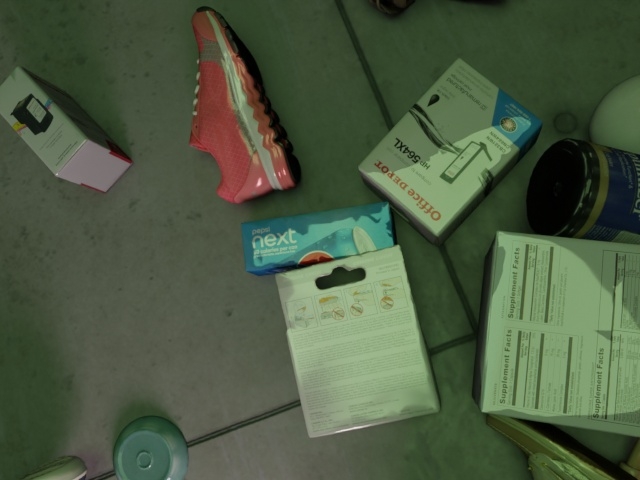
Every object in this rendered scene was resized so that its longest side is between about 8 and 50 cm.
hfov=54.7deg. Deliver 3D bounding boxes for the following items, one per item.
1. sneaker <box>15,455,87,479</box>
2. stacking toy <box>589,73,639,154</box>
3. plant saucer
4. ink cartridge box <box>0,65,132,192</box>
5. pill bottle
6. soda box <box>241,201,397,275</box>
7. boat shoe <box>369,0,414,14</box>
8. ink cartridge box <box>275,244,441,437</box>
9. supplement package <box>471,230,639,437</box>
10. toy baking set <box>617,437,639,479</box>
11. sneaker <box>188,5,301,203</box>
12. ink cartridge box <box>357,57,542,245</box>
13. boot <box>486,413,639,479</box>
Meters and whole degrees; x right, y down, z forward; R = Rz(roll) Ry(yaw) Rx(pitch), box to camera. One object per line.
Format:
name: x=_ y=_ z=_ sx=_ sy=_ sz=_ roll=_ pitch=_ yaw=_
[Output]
sneaker: x=-0.454 y=0.436 z=0.869 sx=0.350 sy=0.131 sz=0.148 roll=-32 pitch=84 yaw=11
stacking toy: x=0.552 y=-0.223 z=0.711 sx=0.479 sy=0.350 sz=0.351 roll=-21 pitch=77 yaw=25
plant saucer: x=-0.250 y=0.316 z=0.892 sx=0.119 sy=0.021 sz=0.120 roll=-2 pitch=81 yaw=12
ink cartridge box: x=-0.392 y=-0.165 z=0.941 sx=0.175 sy=0.127 sz=0.072 roll=44 pitch=94 yaw=15
pill bottle: x=0.373 y=-0.042 z=0.743 sx=0.219 sy=0.123 sz=0.123 roll=10 pitch=83 yaw=-13
soda box: x=0.000 y=0.000 z=0.868 sx=0.210 sy=0.067 sz=0.071 roll=-8 pitch=80 yaw=11
boat shoe: x=0.109 y=-0.403 z=0.877 sx=0.355 sy=0.132 sz=0.130 roll=4 pitch=82 yaw=13
ink cartridge box: x=0.049 y=0.136 z=0.835 sx=0.180 sy=0.056 sz=0.225 roll=-14 pitch=83 yaw=10
supplement package: x=0.321 y=0.112 z=0.717 sx=0.262 sy=0.199 sz=0.198 roll=6 pitch=82 yaw=12
toy baking set: x=0.448 y=0.328 z=0.749 sx=0.196 sy=0.030 sz=0.256 roll=18 pitch=91 yaw=8
sneaker: x=-0.146 y=-0.198 z=0.904 sx=0.136 sy=0.116 sz=0.314 roll=-25 pitch=78 yaw=8
ink cartridge box: x=0.173 y=-0.116 z=0.842 sx=0.148 sy=0.086 sz=0.203 roll=42 pitch=90 yaw=14
boot: x=0.272 y=0.318 z=0.758 sx=0.213 sy=0.077 sz=0.165 roll=30 pitch=100 yaw=28
